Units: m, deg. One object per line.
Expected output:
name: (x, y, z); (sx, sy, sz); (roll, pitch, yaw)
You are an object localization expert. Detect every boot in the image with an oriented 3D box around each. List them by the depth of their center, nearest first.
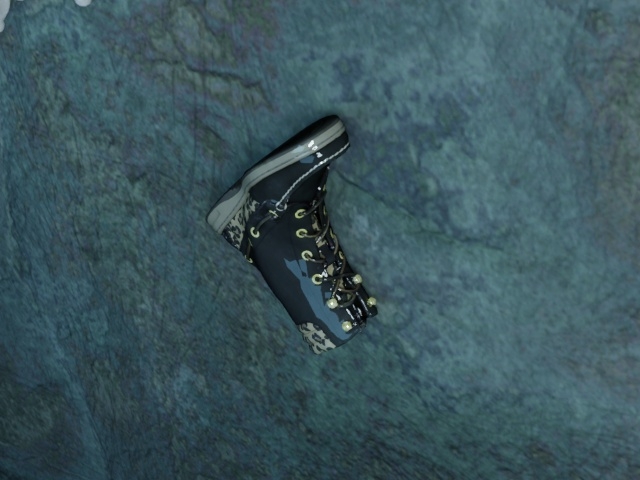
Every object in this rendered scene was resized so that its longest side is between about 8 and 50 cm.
boot: (0.001, -0.001, 1.100); (0.179, 0.085, 0.236); (54, 149, 0)

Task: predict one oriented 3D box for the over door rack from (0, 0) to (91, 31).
over door rack: (-0.419, -0.280, 1.226); (0.324, 0.239, 0.108); (32, 130, 28)
